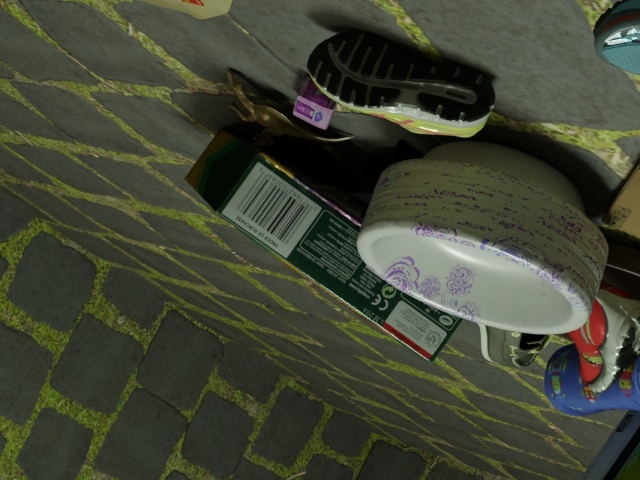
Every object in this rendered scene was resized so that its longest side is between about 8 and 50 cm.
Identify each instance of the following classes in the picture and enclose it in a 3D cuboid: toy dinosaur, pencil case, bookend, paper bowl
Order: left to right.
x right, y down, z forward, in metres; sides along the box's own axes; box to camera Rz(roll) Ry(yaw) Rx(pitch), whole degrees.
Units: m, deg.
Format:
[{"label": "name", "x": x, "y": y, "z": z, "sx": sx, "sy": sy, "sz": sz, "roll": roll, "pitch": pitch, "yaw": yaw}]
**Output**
[{"label": "toy dinosaur", "x": -0.055, "y": -0.151, "z": 1.729, "sx": 0.183, "sy": 0.053, "sz": 0.092, "roll": 29, "pitch": 165, "yaw": -12}, {"label": "bookend", "x": 0.102, "y": -0.059, "z": 1.748, "sx": 0.156, "sy": 0.072, "sz": 0.157, "roll": 34, "pitch": 165, "yaw": -28}, {"label": "paper bowl", "x": 0.196, "y": -0.011, "z": 1.561, "sx": 0.284, "sy": 0.148, "sz": 0.284, "roll": 18, "pitch": 161, "yaw": 7}, {"label": "pencil case", "x": 0.459, "y": 0.207, "z": 2.007, "sx": 0.133, "sy": 0.119, "sz": 0.306, "roll": -3, "pitch": 175, "yaw": -19}]

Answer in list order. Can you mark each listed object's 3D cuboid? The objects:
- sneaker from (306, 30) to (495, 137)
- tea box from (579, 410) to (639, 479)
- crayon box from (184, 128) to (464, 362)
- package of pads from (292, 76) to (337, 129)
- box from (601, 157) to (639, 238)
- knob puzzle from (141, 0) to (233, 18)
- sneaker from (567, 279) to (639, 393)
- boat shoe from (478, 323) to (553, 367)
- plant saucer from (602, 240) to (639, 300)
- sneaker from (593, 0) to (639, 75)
[{"label": "sneaker", "x": 0.083, "y": -0.153, "z": 1.414, "sx": 0.208, "sy": 0.081, "sz": 0.094, "roll": 22, "pitch": 168, "yaw": 15}, {"label": "tea box", "x": 0.557, "y": 0.381, "z": 1.955, "sx": 0.220, "sy": 0.329, "sz": 0.323, "roll": 41, "pitch": 165, "yaw": -9}, {"label": "crayon box", "x": 0.000, "y": 0.000, "z": 1.860, "sx": 0.363, "sy": 0.106, "sz": 0.313, "roll": 36, "pitch": 180, "yaw": -17}, {"label": "package of pads", "x": -0.006, "y": -0.167, "z": 1.623, "sx": 0.050, "sy": 0.032, "sz": 0.083, "roll": 24, "pitch": 166, "yaw": 0}, {"label": "box", "x": 0.403, "y": -0.023, "z": 1.449, "sx": 0.164, "sy": 0.021, "sz": 0.201, "roll": 24, "pitch": 166, "yaw": 7}, {"label": "knob puzzle", "x": -0.166, "y": -0.299, "z": 1.419, "sx": 0.213, "sy": 0.030, "sz": 0.213, "roll": 25, "pitch": 166, "yaw": 7}, {"label": "sneaker", "x": 0.362, "y": 0.110, "z": 1.721, "sx": 0.118, "sy": 0.107, "sz": 0.279, "roll": 41, "pitch": 168, "yaw": 19}, {"label": "boat shoe", "x": 0.301, "y": 0.129, "z": 2.017, "sx": 0.091, "sy": 0.109, "sz": 0.305, "roll": 24, "pitch": 163, "yaw": 26}, {"label": "plant saucer", "x": 0.414, "y": 0.074, "z": 1.735, "sx": 0.310, "sy": 0.050, "sz": 0.310, "roll": 23, "pitch": 166, "yaw": 6}, {"label": "sneaker", "x": 0.328, "y": -0.110, "z": 1.035, "sx": 0.262, "sy": 0.125, "sz": 0.104, "roll": 21, "pitch": 165, "yaw": 17}]
